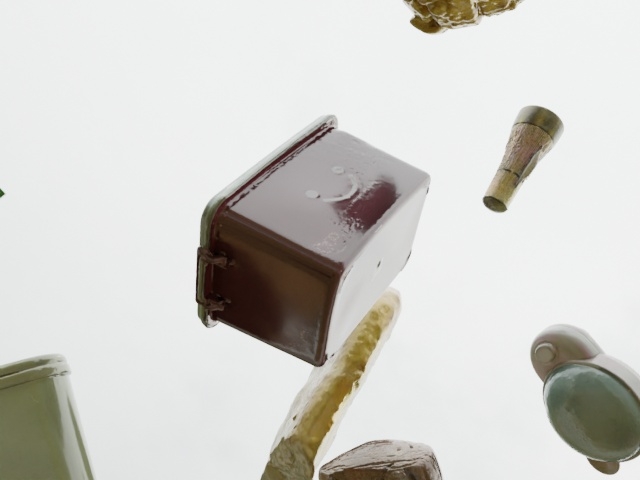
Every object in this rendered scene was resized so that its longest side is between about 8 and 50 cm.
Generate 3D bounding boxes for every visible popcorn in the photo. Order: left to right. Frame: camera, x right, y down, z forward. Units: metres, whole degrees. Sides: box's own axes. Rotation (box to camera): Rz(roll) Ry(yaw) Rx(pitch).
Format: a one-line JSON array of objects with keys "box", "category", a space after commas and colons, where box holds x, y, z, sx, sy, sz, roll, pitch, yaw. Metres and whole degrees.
[{"box": [0.163, -0.326, 0.837, 0.194, 0.140, 0.163, 19, -87, 22], "category": "popcorn"}]

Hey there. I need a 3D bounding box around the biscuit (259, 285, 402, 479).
[{"box": [0.019, 0.272, 1.322, 0.104, 0.446, 0.429, 29, -22, 7], "category": "biscuit"}]

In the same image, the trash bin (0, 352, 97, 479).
[{"box": [-0.386, 0.282, 0.838, 0.121, 0.243, 0.247, -34, -106, 55], "category": "trash bin"}]

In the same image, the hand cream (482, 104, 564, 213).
[{"box": [0.332, -0.133, 1.208, 0.084, 0.203, 0.084, 30, -19, 12], "category": "hand cream"}]

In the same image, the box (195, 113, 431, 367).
[{"box": [0.000, 0.000, 0.853, 0.167, 0.294, 0.193, 27, -48, 18], "category": "box"}]

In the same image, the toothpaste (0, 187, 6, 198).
[{"box": [-0.520, -0.051, 1.093, 0.020, 0.083, 0.017, 50, -12, -11], "category": "toothpaste"}]

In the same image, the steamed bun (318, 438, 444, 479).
[{"box": [0.091, 0.359, 1.009, 0.175, 0.106, 0.145, -13, -77, 4], "category": "steamed bun"}]

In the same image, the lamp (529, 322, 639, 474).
[{"box": [0.420, 0.248, 1.134, 0.246, 0.108, 0.179, 58, -40, 18], "category": "lamp"}]
